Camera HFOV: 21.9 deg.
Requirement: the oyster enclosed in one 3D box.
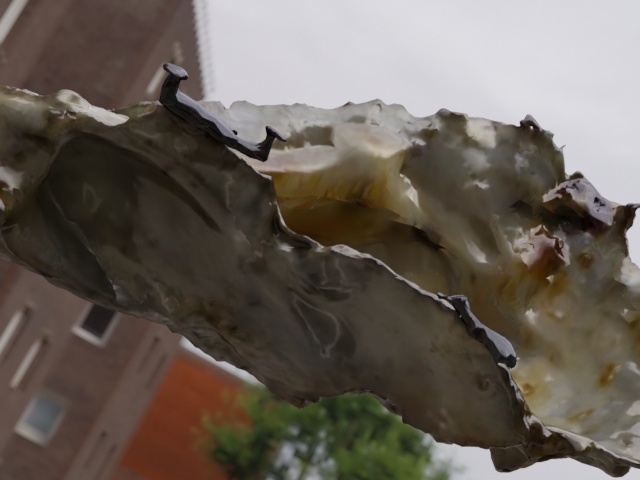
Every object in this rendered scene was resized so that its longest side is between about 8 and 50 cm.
[{"bbox_3d":[0.000,0.006,0.696,0.337,0.133,0.198,20,25,-20],"label":"oyster"}]
